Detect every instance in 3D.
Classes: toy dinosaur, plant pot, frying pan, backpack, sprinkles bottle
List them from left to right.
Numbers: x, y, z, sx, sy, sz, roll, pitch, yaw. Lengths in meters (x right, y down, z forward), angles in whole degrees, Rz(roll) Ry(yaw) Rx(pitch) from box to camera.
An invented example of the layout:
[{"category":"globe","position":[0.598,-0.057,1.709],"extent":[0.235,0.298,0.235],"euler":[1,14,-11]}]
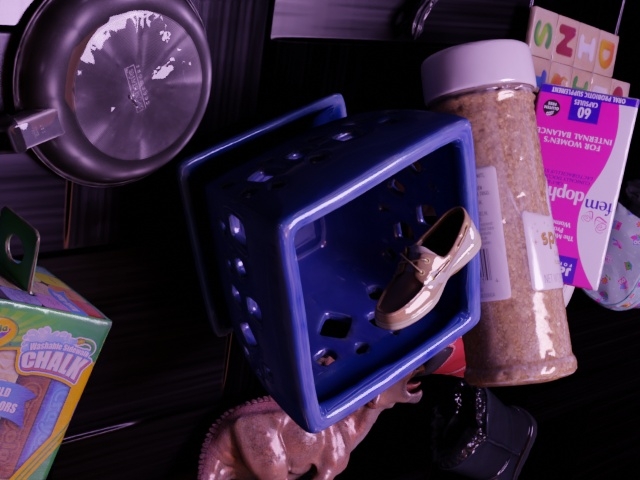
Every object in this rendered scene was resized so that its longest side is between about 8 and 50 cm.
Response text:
[{"category":"frying pan","position":[-0.216,-0.130,0.790],"extent":[0.326,0.053,0.197],"euler":[-10,116,-43]},{"category":"toy dinosaur","position":[-0.039,0.212,1.072],"extent":[0.295,0.127,0.201],"euler":[-13,111,-25]},{"category":"plant pot","position":[0.000,0.000,0.930],"extent":[0.236,0.212,0.236],"euler":[-29,128,-30]},{"category":"sprinkles bottle","position":[0.188,-0.028,1.028],"extent":[0.121,0.121,0.356],"euler":[-3,84,-42]},{"category":"backpack","position":[0.463,0.016,1.430],"extent":[0.115,0.152,0.182],"euler":[3,120,-38]}]

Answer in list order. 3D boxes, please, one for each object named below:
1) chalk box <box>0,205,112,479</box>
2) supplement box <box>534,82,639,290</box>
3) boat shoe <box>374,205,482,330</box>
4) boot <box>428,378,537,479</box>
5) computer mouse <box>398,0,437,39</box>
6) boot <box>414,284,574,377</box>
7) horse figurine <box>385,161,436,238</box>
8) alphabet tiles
[{"category":"chalk box","position":[-0.271,0.082,0.778],"extent":[0.132,0.132,0.213],"euler":[20,97,-46]},{"category":"supplement box","position":[0.287,-0.061,1.122],"extent":[0.114,0.111,0.220],"euler":[-15,116,-79]},{"category":"boat shoe","position":[0.089,0.021,0.838],"extent":[0.135,0.050,0.045],"euler":[-47,132,-30]},{"category":"boot","position":[0.208,0.328,1.365],"extent":[0.207,0.094,0.247],"euler":[30,82,-50]},{"category":"computer mouse","position":[0.083,-0.303,0.980],"extent":[0.106,0.042,0.193],"euler":[-53,136,-8]},{"category":"boot","position":[0.206,0.086,1.217],"extent":[0.176,0.088,0.244],"euler":[8,127,-42]},{"category":"horse figurine","position":[0.136,-0.033,1.145],"extent":[0.263,0.066,0.175],"euler":[1,112,-43]},{"category":"alphabet tiles","position":[0.310,-0.139,1.246],"extent":[0.342,0.011,0.285],"euler":[0,100,-48]}]
